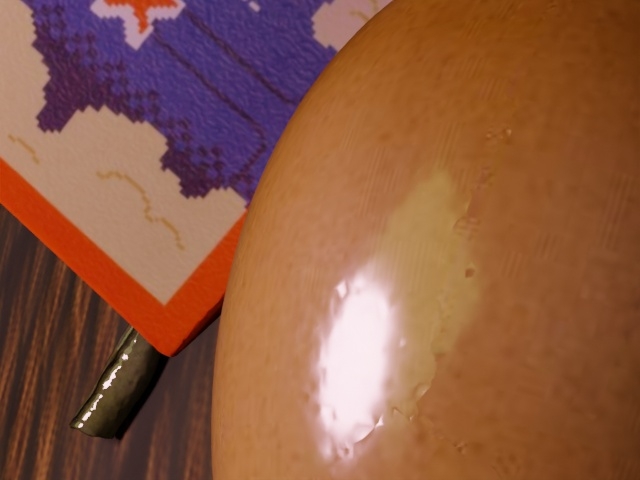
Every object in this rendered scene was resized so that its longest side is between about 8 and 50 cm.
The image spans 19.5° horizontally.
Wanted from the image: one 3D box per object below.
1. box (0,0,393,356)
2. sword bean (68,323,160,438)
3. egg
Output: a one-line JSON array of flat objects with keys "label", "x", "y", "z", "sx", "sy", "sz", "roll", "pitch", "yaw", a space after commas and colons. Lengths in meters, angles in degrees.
[{"label": "box", "x": -0.050, "y": -0.184, "z": 0.914, "sx": 0.257, "sy": 0.318, "sz": 0.348, "roll": -46, "pitch": -2, "yaw": 27}, {"label": "sword bean", "x": -0.093, "y": 0.012, "z": 1.255, "sx": 0.043, "sy": 0.038, "sz": 0.269, "roll": 23, "pitch": 84, "yaw": 39}, {"label": "egg", "x": 0.087, "y": 0.045, "z": 0.643, "sx": 0.250, "sy": 0.250, "sz": 0.322, "roll": -18, "pitch": 48, "yaw": 55}]
